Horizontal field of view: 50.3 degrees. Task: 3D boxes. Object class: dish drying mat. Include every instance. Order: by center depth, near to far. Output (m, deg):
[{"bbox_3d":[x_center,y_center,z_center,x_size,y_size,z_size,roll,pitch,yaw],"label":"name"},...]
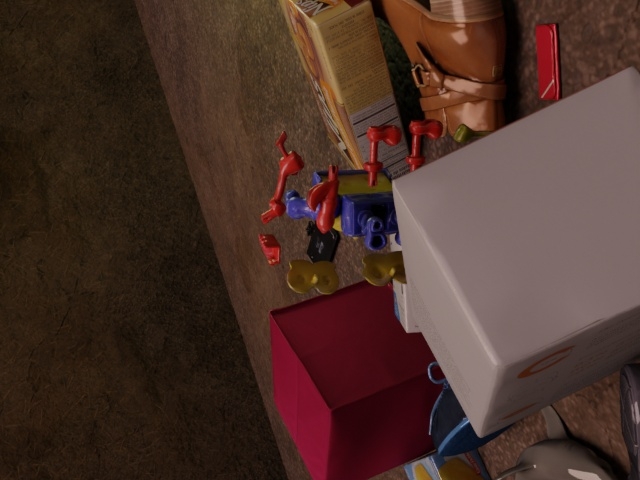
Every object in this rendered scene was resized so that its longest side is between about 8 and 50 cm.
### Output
[{"bbox_3d":[0.256,-0.201,0.769,0.032,0.008,0.083,-150,47,-63],"label":"dish drying mat"}]

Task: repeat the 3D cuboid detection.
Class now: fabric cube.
[{"bbox_3d":[0.065,0.262,1.274,0.259,0.254,0.258,-127,28,-45],"label":"fabric cube"}]

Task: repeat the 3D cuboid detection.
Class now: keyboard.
[{"bbox_3d":[0.000,0.000,1.575,0.108,0.023,0.180,57,154,23],"label":"keyboard"}]

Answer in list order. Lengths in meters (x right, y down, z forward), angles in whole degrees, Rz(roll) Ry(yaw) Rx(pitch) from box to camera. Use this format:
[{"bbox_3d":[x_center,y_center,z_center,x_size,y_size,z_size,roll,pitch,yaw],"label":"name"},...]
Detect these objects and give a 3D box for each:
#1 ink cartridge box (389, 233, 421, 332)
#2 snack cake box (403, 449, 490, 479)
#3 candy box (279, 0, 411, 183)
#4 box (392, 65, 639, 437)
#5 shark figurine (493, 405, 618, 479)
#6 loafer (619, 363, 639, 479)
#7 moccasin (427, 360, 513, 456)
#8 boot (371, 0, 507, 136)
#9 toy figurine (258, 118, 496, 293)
[{"bbox_3d":[0.152,0.030,1.024,0.139,0.082,0.190,-101,6,-85],"label":"ink cartridge box"},{"bbox_3d":[0.258,0.498,1.196,0.264,0.089,0.152,66,158,19],"label":"snack cake box"},{"bbox_3d":[0.039,-0.244,1.036,0.183,0.088,0.316,59,176,44],"label":"candy box"},{"bbox_3d":[0.208,0.042,0.639,0.345,0.215,0.168,68,176,-65],"label":"box"},{"bbox_3d":[0.291,0.344,0.960,0.278,0.116,0.166,100,148,-47],"label":"shark figurine"},{"bbox_3d":[0.375,0.265,0.710,0.109,0.095,0.302,-63,-37,-66],"label":"loafer"},{"bbox_3d":[0.243,0.183,0.972,0.116,0.138,0.342,62,143,38],"label":"moccasin"},{"bbox_3d":[0.147,-0.251,0.911,0.283,0.109,0.220,20,128,57],"label":"boot"},{"bbox_3d":[0.084,-0.073,0.869,0.217,0.363,0.191,-131,37,-65],"label":"toy figurine"}]
